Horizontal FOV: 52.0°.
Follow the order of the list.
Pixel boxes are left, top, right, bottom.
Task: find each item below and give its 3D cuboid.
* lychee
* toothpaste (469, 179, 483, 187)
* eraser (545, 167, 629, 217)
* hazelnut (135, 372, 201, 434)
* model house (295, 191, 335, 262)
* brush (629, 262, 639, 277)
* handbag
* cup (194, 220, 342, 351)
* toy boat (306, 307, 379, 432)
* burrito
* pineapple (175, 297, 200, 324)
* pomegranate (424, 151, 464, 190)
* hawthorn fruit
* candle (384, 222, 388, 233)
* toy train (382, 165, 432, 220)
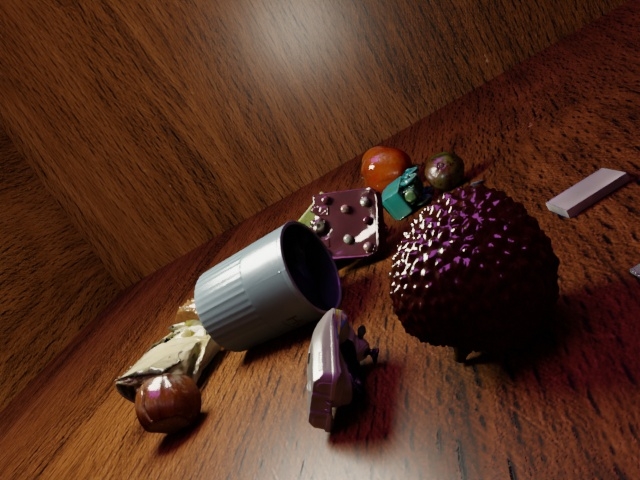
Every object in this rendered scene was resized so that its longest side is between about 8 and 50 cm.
[{"bbox_3d":[0.251,0.060,1.081,0.275,0.304,0.276,2,16,-1],"label":"lychee"},{"bbox_3d":[0.432,-0.143,1.886,0.037,0.021,0.140,-16,18,38],"label":"toothpaste"},{"bbox_3d":[0.575,-0.104,1.418,0.150,0.023,0.104,-33,13,2],"label":"eraser"},{"bbox_3d":[-0.360,0.384,1.556,0.154,0.143,0.143,-14,15,2],"label":"hazelnut"},{"bbox_3d":[0.000,0.000,2.017,0.211,0.194,0.170,-49,1,-12],"label":"model house"},{"bbox_3d":[0.540,0.057,0.963,0.083,0.011,0.205,-30,14,6],"label":"brush"},{"bbox_3d":[0.074,-0.045,1.874,0.216,0.203,0.074,-6,-11,19],"label":"handbag"},{"bbox_3d":[-0.134,0.115,1.754,0.311,0.257,0.331,-28,16,25],"label":"cup"},{"bbox_3d":[0.037,0.229,1.241,0.141,0.141,0.269,-26,15,24],"label":"toy boat"},{"bbox_3d":[-0.389,0.334,1.812,0.190,0.135,0.332,-16,16,24],"label":"burrito"},{"bbox_3d":[-0.324,0.223,2.095,0.158,0.158,0.278,-21,5,40],"label":"pineapple"},{"bbox_3d":[0.389,-0.211,2.042,0.130,0.130,0.130,-31,14,8],"label":"pomegranate"},{"bbox_3d":[0.257,-0.246,2.321,0.225,0.196,0.196,-11,20,19],"label":"hawthorn fruit"},{"bbox_3d":[0.168,-0.033,2.027,0.052,0.052,0.130,-39,15,-23],"label":"candle"},{"bbox_3d":[0.273,-0.151,2.101,0.154,0.107,0.198,-35,12,22],"label":"toy train"}]
